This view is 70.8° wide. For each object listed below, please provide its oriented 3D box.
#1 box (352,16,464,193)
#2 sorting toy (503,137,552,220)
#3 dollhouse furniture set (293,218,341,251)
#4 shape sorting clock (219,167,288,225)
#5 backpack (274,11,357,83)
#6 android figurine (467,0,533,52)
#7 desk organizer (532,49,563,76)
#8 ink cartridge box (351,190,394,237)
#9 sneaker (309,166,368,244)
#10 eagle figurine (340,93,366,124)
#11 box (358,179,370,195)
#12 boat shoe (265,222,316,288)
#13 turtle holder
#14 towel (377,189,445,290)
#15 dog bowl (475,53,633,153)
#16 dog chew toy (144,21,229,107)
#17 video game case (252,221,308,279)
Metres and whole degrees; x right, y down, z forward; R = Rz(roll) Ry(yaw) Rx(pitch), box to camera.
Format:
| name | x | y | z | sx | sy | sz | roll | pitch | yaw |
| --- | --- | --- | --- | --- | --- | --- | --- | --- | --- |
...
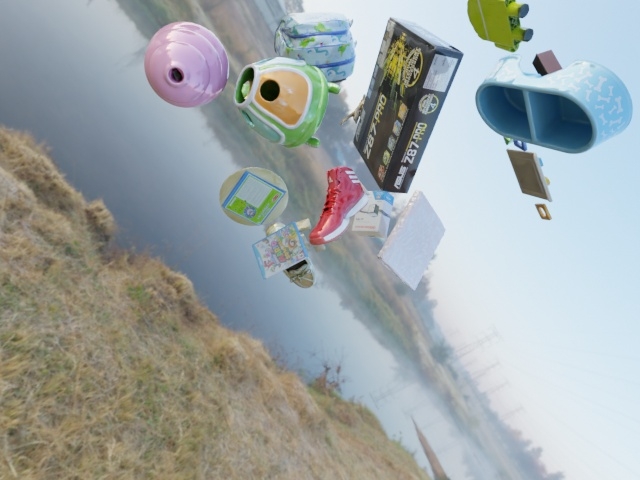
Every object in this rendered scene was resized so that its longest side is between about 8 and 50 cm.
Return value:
| name | x | y | z | sx | sy | sz | roll | pitch | yaw |
| --- | --- | --- | --- | --- | --- | --- | --- | --- | --- |
| box | 0.222 | -0.379 | 1.264 | 0.318 | 0.097 | 0.394 | -106 | -154 | -50 |
| sorting toy | 0.721 | -0.230 | 1.534 | 0.347 | 0.047 | 0.196 | 62 | 4 | -18 |
| dollhouse furniture set | 0.000 | 0.000 | 1.619 | 0.144 | 0.151 | 0.123 | -104 | 175 | -51 |
| shape sorting clock | -0.201 | -0.130 | 1.360 | 0.206 | 0.206 | 0.040 | 55 | 14 | -34 |
| backpack | -0.012 | -0.640 | 1.497 | 0.273 | 0.291 | 0.355 | 95 | -7 | -50 |
| android figurine | 0.579 | -0.735 | 1.480 | 0.248 | 0.056 | 0.273 | 52 | 1 | -39 |
| desk organizer | 0.727 | -0.535 | 1.424 | 0.047 | 0.050 | 0.130 | 68 | 5 | -71 |
| ink cartridge box | 0.231 | -0.116 | 1.980 | 0.082 | 0.140 | 0.190 | 30 | 69 | -48 |
| sneaker | 0.022 | -0.093 | 1.054 | 0.221 | 0.087 | 0.128 | -50 | 122 | -42 |
| eagle figurine | 0.261 | -0.578 | 2.241 | 0.298 | 0.227 | 0.225 | 41 | 38 | -44 |
| box | 0.116 | -0.180 | 1.627 | 0.136 | 0.081 | 0.028 | 54 | 26 | 12 |
| boat shoe | -0.099 | 0.071 | 1.549 | 0.285 | 0.105 | 0.089 | 56 | 4 | -30 |
| turtle holder | -0.120 | -0.406 | 1.260 | 0.228 | 0.243 | 0.320 | 11 | 37 | -33 |
| towel | 0.390 | 0.005 | 1.888 | 0.054 | 0.331 | 0.317 | 19 | -17 | 43 |
| dog bowl | 0.423 | -0.257 | 0.862 | 0.297 | 0.074 | 0.165 | 37 | -15 | 50 |
| dog chew toy | -0.328 | -0.415 | 1.089 | 0.206 | 0.207 | 0.331 | 56 | 7 | -27 |
| video game case | -0.125 | 0.032 | 1.368 | 0.015 | 0.166 | 0.119 | 9 | 56 | -62 |
